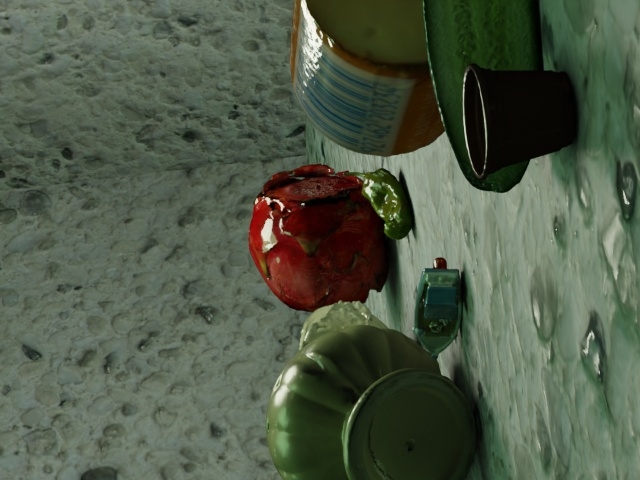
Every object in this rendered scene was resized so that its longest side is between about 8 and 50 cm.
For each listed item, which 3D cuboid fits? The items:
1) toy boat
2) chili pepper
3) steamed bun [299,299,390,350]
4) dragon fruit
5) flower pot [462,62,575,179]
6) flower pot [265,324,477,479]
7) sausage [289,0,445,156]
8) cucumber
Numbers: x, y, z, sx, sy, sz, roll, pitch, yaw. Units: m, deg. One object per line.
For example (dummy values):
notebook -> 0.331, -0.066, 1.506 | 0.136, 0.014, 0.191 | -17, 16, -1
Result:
toy boat -> 0.171, 0.104, 1.865 | 0.058, 0.069, 0.172 | -88, 0, -46
chili pepper -> 0.116, -0.085, 2.294 | 0.204, 0.073, 0.072 | -117, 36, -45
steamed bun -> 0.077, 0.298, 2.376 | 0.312, 0.233, 0.333 | 87, -177, -64
dragon fruit -> 0.000, 0.000, 2.601 | 0.295, 0.296, 0.301 | -105, -10, -62
flower pot -> 0.185, -0.114, 1.192 | 0.111, 0.089, 0.111 | 174, 90, -86
flower pot -> 0.089, 0.285, 1.926 | 0.244, 0.308, 0.307 | -170, 72, -67
sausage -> 0.079, -0.244, 1.469 | 0.287, 0.233, 0.233 | 95, 167, -75
cucumber -> 0.161, -0.169, 1.287 | 0.063, 0.115, 0.243 | -88, -7, -78
